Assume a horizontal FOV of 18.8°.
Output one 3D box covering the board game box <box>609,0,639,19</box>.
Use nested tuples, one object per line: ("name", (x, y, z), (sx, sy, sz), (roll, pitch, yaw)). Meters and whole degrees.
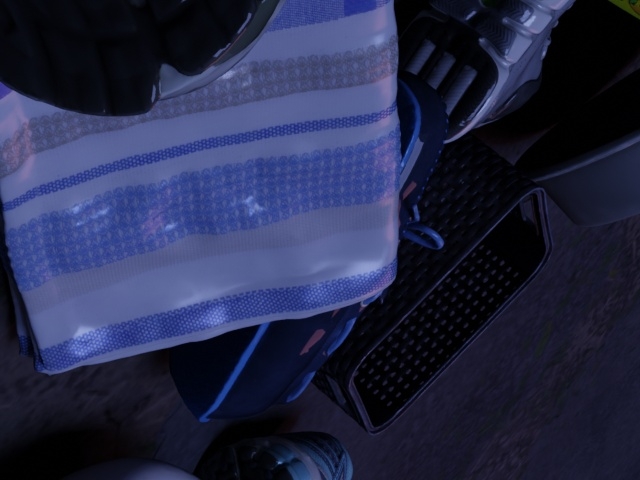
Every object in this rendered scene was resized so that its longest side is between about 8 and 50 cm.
("board game box", (0.230, -0.157, 1.199), (0.043, 0.092, 0.181), (-59, 178, 18))

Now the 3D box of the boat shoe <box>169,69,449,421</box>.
("boat shoe", (0.000, 0.000, 1.118), (0.089, 0.109, 0.258), (4, 139, -40))

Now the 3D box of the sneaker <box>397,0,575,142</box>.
("sneaker", (0.124, -0.153, 1.140), (0.228, 0.086, 0.132), (-51, 167, 7))

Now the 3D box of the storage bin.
("storage bin", (0.059, 0.024, 1.256), (0.180, 0.084, 0.122), (-44, 155, -11))

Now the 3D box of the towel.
("towel", (-0.061, -0.037, 0.923), (0.209, 0.034, 0.285), (-13, 145, -7))

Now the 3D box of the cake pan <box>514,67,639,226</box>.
("cake pan", (0.265, -0.097, 1.276), (0.293, 0.054, 0.293), (-31, -174, 4))

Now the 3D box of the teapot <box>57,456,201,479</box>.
("teapot", (-0.136, 0.259, 1.140), (0.187, 0.252, 0.256), (-26, 143, 21))

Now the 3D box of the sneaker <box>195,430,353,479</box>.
("sneaker", (-0.052, 0.255, 1.371), (0.122, 0.110, 0.283), (-16, 139, -56))

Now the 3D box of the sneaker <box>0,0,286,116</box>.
("sneaker", (-0.011, -0.237, 0.730), (0.410, 0.158, 0.182), (-60, 178, 3))
